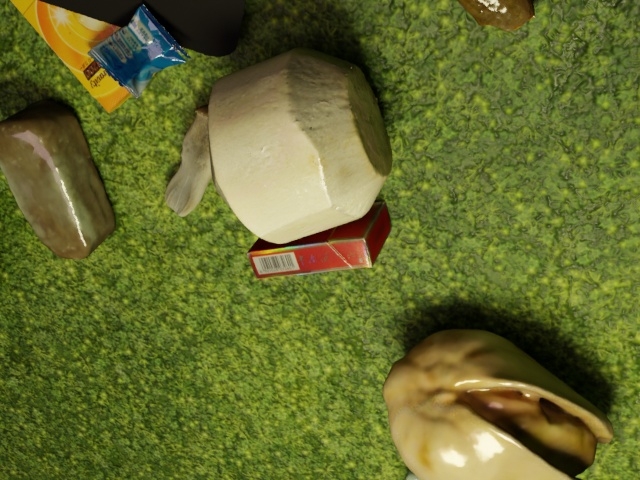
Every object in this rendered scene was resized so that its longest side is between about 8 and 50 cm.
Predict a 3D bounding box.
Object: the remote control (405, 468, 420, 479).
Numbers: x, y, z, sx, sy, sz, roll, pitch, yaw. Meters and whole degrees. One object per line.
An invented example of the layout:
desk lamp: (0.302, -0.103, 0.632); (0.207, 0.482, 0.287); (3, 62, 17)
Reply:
remote control: (0.275, 0.452, 1.303); (0.296, 0.056, 0.140); (15, 125, 11)

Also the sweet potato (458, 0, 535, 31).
sweet potato: (0.147, -0.327, 0.876); (0.077, 0.077, 0.244); (-31, 106, 32)

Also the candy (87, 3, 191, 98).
candy: (-0.237, -0.239, 1.042); (0.136, 0.038, 0.088); (-24, 121, 40)

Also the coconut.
coconut: (-0.037, -0.116, 0.990); (0.241, 0.241, 0.241); (10, 122, 16)

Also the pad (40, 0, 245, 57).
pad: (-0.251, -0.377, 0.919); (0.375, 0.063, 0.315); (17, 152, -6)

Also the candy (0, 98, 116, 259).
candy: (-0.394, -0.087, 1.206); (0.102, 0.104, 0.234); (-2, 119, 23)

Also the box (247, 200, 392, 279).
box: (0.000, -0.001, 1.103); (0.175, 0.112, 0.048); (-8, 115, 24)

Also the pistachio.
pistachio: (0.237, 0.252, 1.103); (0.321, 0.229, 0.238); (24, 167, 0)

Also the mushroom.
mushroom: (-0.174, -0.111, 1.147); (0.059, 0.054, 0.202); (35, 131, 5)

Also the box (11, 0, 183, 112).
box: (-0.325, -0.319, 1.080); (0.152, 0.043, 0.269); (-33, 103, 33)
